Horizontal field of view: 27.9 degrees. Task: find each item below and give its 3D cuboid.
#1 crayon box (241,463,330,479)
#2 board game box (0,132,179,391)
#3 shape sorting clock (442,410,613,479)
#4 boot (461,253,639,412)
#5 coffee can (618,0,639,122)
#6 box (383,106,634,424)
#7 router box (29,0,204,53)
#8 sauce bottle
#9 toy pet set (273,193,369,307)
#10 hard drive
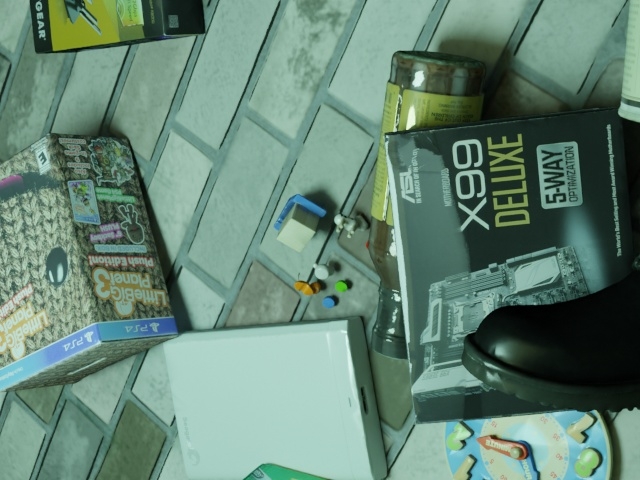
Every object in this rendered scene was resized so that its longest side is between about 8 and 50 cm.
[{"bbox_3d":[0.027,0.388,1.576,0.278,0.081,0.165,9,116,33],"label":"crayon box"},{"bbox_3d":[-0.351,0.032,1.756,0.232,0.141,0.291,-26,74,37],"label":"board game box"},{"bbox_3d":[0.228,0.234,1.451,0.206,0.040,0.206,7,103,35],"label":"shape sorting clock"},{"bbox_3d":[0.312,0.018,1.223,0.348,0.131,0.260,1,105,-8],"label":"boot"},{"bbox_3d":[0.379,-0.242,1.154,0.201,0.201,0.275,11,105,35],"label":"coffee can"},{"bbox_3d":[0.200,0.025,1.342,0.242,0.076,0.307,-5,96,3],"label":"box"},{"bbox_3d":[-0.281,-0.408,1.687,0.243,0.081,0.308,-1,97,36],"label":"router box"},{"bbox_3d":[0.109,-0.038,1.447,0.111,0.111,0.344,19,109,33],"label":"sauce bottle"},{"bbox_3d":[0.000,0.000,1.581,0.114,0.065,0.122,30,124,-10],"label":"toy pet set"},{"bbox_3d":[-0.065,0.209,1.663,0.308,0.040,0.203,-7,94,36],"label":"hard drive"}]
